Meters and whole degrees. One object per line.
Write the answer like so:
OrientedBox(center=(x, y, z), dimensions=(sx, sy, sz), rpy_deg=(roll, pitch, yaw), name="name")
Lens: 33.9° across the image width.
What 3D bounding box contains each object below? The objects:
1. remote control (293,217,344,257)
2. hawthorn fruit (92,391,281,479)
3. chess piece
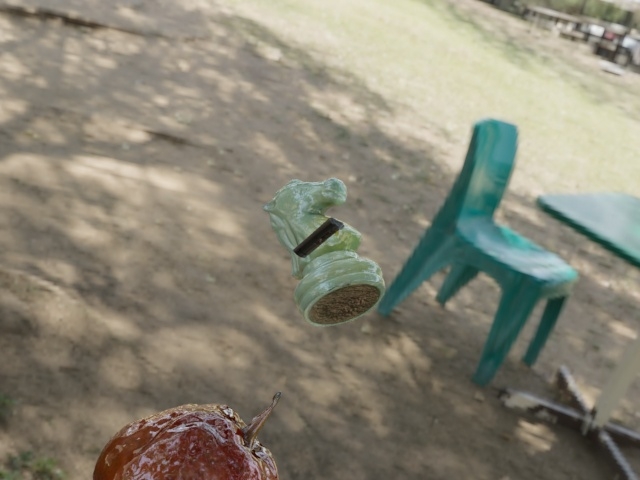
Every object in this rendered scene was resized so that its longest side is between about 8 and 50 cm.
OrientedBox(center=(-0.003, -0.002, 1.628), dimensions=(0.034, 0.091, 0.016), rpy_deg=(23, 38, -39), name="remote control")
OrientedBox(center=(-0.124, 0.265, 1.188), dimensions=(0.207, 0.243, 0.207), rpy_deg=(47, -2, 2), name="hawthorn fruit")
OrientedBox(center=(0.000, 0.000, 1.983), dimensions=(0.176, 0.176, 0.298), rpy_deg=(2, 52, -36), name="chess piece")
